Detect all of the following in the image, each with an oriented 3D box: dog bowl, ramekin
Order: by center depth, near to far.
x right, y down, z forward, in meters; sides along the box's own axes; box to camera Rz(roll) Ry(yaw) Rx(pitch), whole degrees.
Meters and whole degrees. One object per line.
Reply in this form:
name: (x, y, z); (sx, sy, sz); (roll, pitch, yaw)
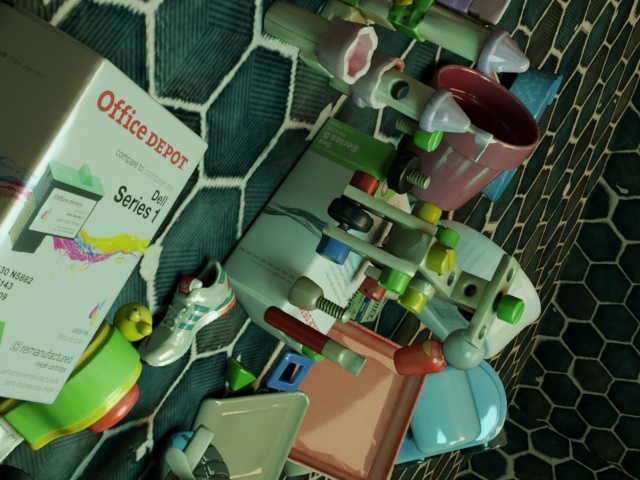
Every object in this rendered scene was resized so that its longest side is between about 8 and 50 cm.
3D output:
ramekin: (0.281, 0.105, 1.901); (0.135, 0.277, 0.277); (-45, 155, -17)
dog bowl: (0.383, -0.216, 1.936); (0.166, 0.074, 0.297); (-44, 160, -51)

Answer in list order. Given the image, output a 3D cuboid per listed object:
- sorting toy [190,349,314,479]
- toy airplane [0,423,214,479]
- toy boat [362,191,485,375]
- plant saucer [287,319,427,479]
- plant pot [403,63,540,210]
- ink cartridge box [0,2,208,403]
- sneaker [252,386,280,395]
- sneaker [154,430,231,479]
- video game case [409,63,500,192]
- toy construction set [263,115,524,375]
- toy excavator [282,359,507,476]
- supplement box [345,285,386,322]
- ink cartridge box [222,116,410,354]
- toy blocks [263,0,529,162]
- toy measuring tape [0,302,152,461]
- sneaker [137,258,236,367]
sorting toy: (-0.129, 0.309, 1.507); (0.196, 0.047, 0.348); (4, 115, -40)
toy airplane: (-0.253, 0.433, 1.117); (0.384, 0.272, 0.386); (-19, 129, -71)
toy boat: (0.162, 0.063, 1.575); (0.267, 0.148, 0.318); (-14, 89, -66)
plant saucer: (0.043, 0.280, 1.674); (0.258, 0.047, 0.259); (29, 74, -27)
plant pot: (0.226, -0.154, 1.577); (0.201, 0.201, 0.180); (-30, 158, -52)
ink cartridge box: (-0.240, -0.020, 0.800); (0.278, 0.117, 0.201); (-59, 158, -4)
sneaker: (-0.104, 0.286, 1.593); (0.098, 0.038, 0.069); (-39, 153, -23)
sneaker: (-0.203, 0.435, 1.418); (0.125, 0.139, 0.341); (-19, 109, -42)
video game case: (0.253, -0.180, 1.806); (0.285, 0.025, 0.204); (-60, 158, -2)
toy construction set: (0.116, 0.058, 1.206); (0.309, 0.237, 0.257); (-46, 151, -29)
toy excavator: (0.151, 0.344, 1.887); (0.445, 0.432, 0.222); (47, 29, -79)
supplement box: (0.057, 0.094, 1.635); (0.056, 0.083, 0.083); (-64, 158, 9)
ink cartridge box: (0.000, 0.000, 1.352); (0.273, 0.114, 0.198); (-54, 157, -15)
toy blocks: (0.147, -0.267, 1.148); (0.289, 0.260, 0.309); (-61, 158, 0)
toy measuring tape: (-0.278, 0.177, 0.956); (0.330, 0.121, 0.121); (-47, 155, -30)
sneaker: (-0.170, 0.084, 1.185); (0.161, 0.057, 0.075); (-42, 135, -36)
